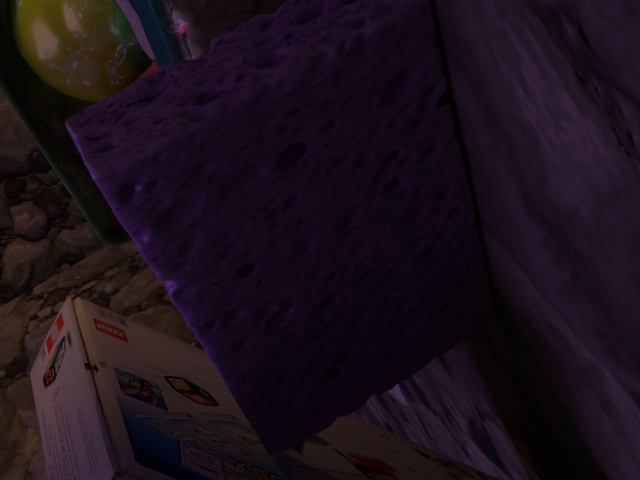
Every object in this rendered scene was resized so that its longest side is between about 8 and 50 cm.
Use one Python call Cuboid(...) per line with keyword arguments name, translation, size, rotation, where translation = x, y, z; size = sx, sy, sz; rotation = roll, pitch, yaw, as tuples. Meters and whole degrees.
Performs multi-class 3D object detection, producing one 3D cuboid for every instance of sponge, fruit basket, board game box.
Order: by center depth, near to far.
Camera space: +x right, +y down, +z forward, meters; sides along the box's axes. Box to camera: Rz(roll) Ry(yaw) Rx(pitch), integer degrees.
Cuboid(name="sponge", translation=(0.000, 0.000, 0.464), size=(0.031, 0.117, 0.210), rotation=(54, 172, 34))
Cuboid(name="board game box", translation=(0.016, 0.135, 0.596), size=(0.305, 0.053, 0.193), rotation=(26, -172, -22))
Cuboid(name="fruit basket", translation=(-0.083, -0.086, 0.805), size=(0.353, 0.165, 0.327), rotation=(33, 158, 43))

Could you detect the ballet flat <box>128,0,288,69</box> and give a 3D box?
Cuboid(name="ballet flat", translation=(-0.057, -0.129, 0.497), size=(0.241, 0.077, 0.091), rotation=(60, 172, 21))
